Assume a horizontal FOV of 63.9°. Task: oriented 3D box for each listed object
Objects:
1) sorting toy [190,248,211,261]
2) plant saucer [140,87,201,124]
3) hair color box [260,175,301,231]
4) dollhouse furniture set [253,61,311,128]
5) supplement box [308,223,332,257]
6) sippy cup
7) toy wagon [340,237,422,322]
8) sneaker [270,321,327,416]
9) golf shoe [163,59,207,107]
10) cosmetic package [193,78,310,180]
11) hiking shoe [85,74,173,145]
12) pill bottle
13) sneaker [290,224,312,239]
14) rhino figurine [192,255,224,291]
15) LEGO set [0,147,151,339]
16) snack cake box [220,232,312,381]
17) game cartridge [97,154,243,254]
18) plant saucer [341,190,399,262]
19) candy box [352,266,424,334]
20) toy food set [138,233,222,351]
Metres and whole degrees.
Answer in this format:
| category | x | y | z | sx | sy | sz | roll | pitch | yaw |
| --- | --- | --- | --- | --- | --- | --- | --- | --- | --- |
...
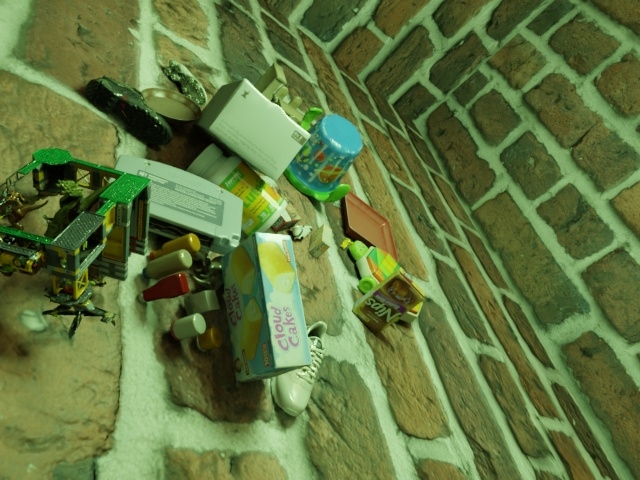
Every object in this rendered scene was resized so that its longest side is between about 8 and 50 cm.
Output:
| category | x | y | z | sx | sy | sz | roll | pitch | yaw |
| --- | --- | --- | --- | --- | --- | --- | --- | --- | --- |
| sorting toy | -0.269 | 0.021 | 1.148 | 0.075 | 0.045 | 0.083 | 38 | 25 | -40 |
| plant saucer | -0.414 | -0.366 | 1.412 | 0.169 | 0.029 | 0.168 | 20 | 34 | -14 |
| hair color box | -0.140 | -0.111 | 1.508 | 0.167 | 0.053 | 0.093 | 55 | 26 | 10 |
| dollhouse furniture set | -0.130 | -0.532 | 1.966 | 0.242 | 0.161 | 0.212 | 27 | 33 | -38 |
| supplement box | 0.000 | 0.000 | 1.564 | 0.036 | 0.062 | 0.098 | 40 | 27 | -20 |
| sippy cup | 0.017 | -0.300 | 1.745 | 0.305 | 0.224 | 0.240 | 46 | 44 | -2 |
| toy wagon | 0.205 | 0.117 | 1.716 | 0.344 | 0.068 | 0.267 | 49 | 26 | 0 |
| sneaker | -0.038 | 0.269 | 1.109 | 0.090 | 0.095 | 0.235 | 41 | 29 | -20 |
| golf shoe | -0.403 | -0.490 | 1.603 | 0.176 | 0.069 | 0.086 | 52 | 20 | 3 |
| cosmetic package | -0.199 | -0.302 | 1.382 | 0.217 | 0.156 | 0.385 | 37 | 1 | -22 |
| hiking shoe | -0.457 | -0.334 | 1.280 | 0.227 | 0.086 | 0.114 | 38 | 31 | -19 |
| pill bottle | -0.217 | -0.129 | 1.318 | 0.246 | 0.136 | 0.136 | 43 | 27 | -12 |
| sneaker | -0.057 | -0.023 | 1.547 | 0.109 | 0.040 | 0.043 | -6 | 87 | -64 |
| rhino figurine | -0.194 | 0.079 | 1.148 | 0.243 | 0.073 | 0.106 | 1 | 57 | -55 |
| LEGO set | -0.423 | 0.007 | 0.839 | 0.255 | 0.192 | 0.331 | 11 | 32 | -8 |
| snack cake box | -0.114 | 0.134 | 1.021 | 0.089 | 0.152 | 0.264 | 5 | 65 | -39 |
| game cartridge | -0.316 | -0.084 | 1.133 | 0.294 | 0.060 | 0.196 | 21 | 39 | -21 |
| plant saucer | 0.174 | -0.050 | 1.918 | 0.258 | 0.048 | 0.259 | 35 | 29 | -27 |
| candy box | 0.197 | 0.177 | 1.487 | 0.109 | 0.187 | 0.053 | 46 | 23 | -5 |
| toy food set | -0.277 | 0.109 | 0.991 | 0.111 | 0.105 | 0.232 | 8 | 64 | -72 |
